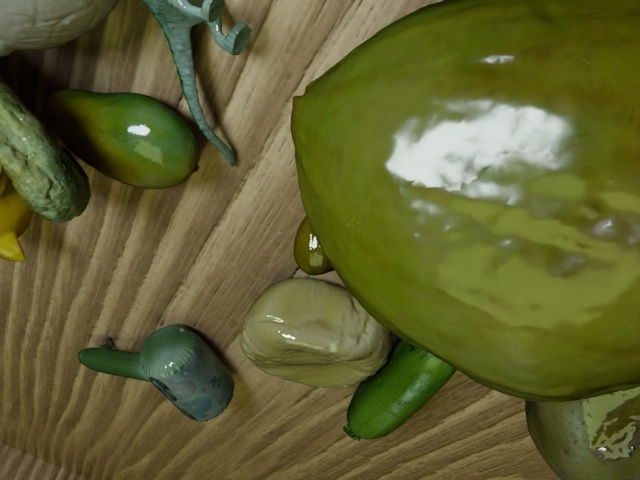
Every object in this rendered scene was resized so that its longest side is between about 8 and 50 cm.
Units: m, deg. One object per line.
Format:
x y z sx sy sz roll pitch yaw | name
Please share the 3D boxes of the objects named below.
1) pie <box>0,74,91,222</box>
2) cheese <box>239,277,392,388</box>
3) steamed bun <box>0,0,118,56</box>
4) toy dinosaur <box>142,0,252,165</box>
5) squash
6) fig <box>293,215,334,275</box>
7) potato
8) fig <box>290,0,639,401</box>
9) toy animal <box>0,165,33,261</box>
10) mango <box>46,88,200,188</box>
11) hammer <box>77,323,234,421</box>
-0.362 -0.134 0.669 0.277 0.078 0.277 45 166 14 | pie
-0.008 0.153 0.915 0.226 0.117 0.214 15 146 -2 | cheese
-0.281 -0.249 0.520 0.228 0.130 0.177 0 129 41 | steamed bun
-0.114 -0.196 0.573 0.129 0.076 0.382 31 144 38 | toy dinosaur
0.122 0.242 0.971 0.102 0.101 0.378 23 136 -4 | squash
0.000 0.000 0.770 0.074 0.074 0.087 2 111 20 | fig
0.352 0.153 0.700 0.218 0.202 0.350 -19 132 -11 | potato
0.148 -0.046 0.480 0.344 0.343 0.343 11 140 10 | fig
-0.488 -0.074 0.826 0.156 0.156 0.229 12 136 9 | toy animal
-0.230 -0.122 0.716 0.191 0.085 0.122 16 151 22 | mango
-0.338 0.241 1.157 0.336 0.118 0.206 3 138 28 | hammer
